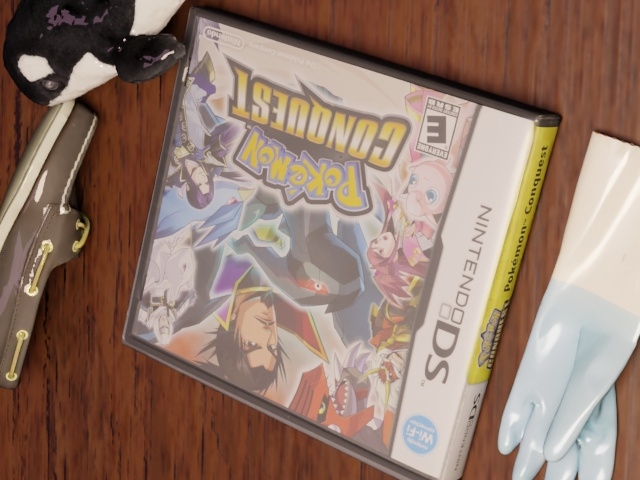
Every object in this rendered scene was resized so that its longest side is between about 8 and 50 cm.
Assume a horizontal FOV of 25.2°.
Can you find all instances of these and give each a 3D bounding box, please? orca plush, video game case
[{"bbox_3d":[-0.126,-0.194,0.938,0.287,0.102,0.151,-23,58,34],"label":"orca plush"},{"bbox_3d":[0.000,0.000,0.939,0.275,0.035,0.248,22,106,31],"label":"video game case"}]

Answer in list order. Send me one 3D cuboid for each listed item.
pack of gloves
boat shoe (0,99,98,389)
[{"bbox_3d":[0.198,0.078,0.807,0.195,0.046,0.232,24,108,31],"label":"pack of gloves"},{"bbox_3d":[-0.212,0.002,1.064,0.069,0.081,0.227,24,99,-16],"label":"boat shoe"}]
